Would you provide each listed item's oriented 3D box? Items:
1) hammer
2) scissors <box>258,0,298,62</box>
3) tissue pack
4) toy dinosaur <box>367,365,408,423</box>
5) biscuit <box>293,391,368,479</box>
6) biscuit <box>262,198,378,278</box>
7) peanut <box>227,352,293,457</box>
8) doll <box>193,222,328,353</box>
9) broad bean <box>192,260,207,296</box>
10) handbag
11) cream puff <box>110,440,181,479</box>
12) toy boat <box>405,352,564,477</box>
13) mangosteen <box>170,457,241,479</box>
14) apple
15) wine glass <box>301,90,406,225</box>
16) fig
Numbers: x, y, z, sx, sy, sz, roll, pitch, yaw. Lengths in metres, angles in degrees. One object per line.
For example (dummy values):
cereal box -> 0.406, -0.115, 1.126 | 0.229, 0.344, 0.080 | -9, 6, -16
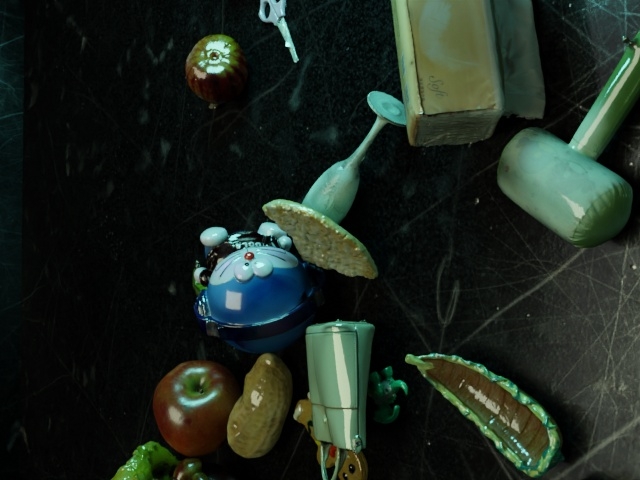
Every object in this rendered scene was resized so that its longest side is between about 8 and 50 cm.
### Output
hammer -> 0.399, -0.169, 1.048 | 0.206, 0.119, 0.335 | 44, 117, 38
scissors -> -0.090, -0.492, 1.686 | 0.110, 0.021, 0.212 | -42, 59, 44
tissue pack -> 0.233, -0.325, 1.179 | 0.238, 0.238, 0.305 | -15, 78, 49
toy dinosaur -> 0.128, 0.298, 1.420 | 0.132, 0.059, 0.096 | -47, 64, 50
biscuit -> 0.023, 0.414, 1.559 | 0.240, 0.035, 0.158 | 54, 131, 35
biscuit -> 0.000, 0.000, 1.469 | 0.265, 0.040, 0.188 | 34, 155, -1
peanut -> -0.137, 0.376, 1.683 | 0.137, 0.122, 0.253 | 47, 123, 49
doll -> -0.136, 0.104, 1.586 | 0.310, 0.284, 0.240 | -131, 26, -59
broad bean -> -0.295, 0.136, 1.927 | 0.195, 0.046, 0.061 | 52, 131, 38
handbag -> 0.041, 0.314, 1.435 | 0.241, 0.109, 0.315 | 152, 116, -72
cream puff -> -0.425, 0.665, 1.947 | 0.185, 0.282, 0.281 | -8, 84, 24
toy boat -> 0.274, 0.264, 1.209 | 0.293, 0.099, 0.108 | 36, 118, 35
mangosteen -> -0.293, 0.635, 1.772 | 0.228, 0.228, 0.265 | 40, 164, 42
apple -> -0.299, 0.414, 1.816 | 0.230, 0.230, 0.230 | 1, 92, 50
wine glass -> 0.031, -0.102, 1.386 | 0.096, 0.264, 0.309 | 35, 125, 0
fig -> -0.243, -0.390, 1.789 | 0.149, 0.148, 0.202 | -86, -17, -52
